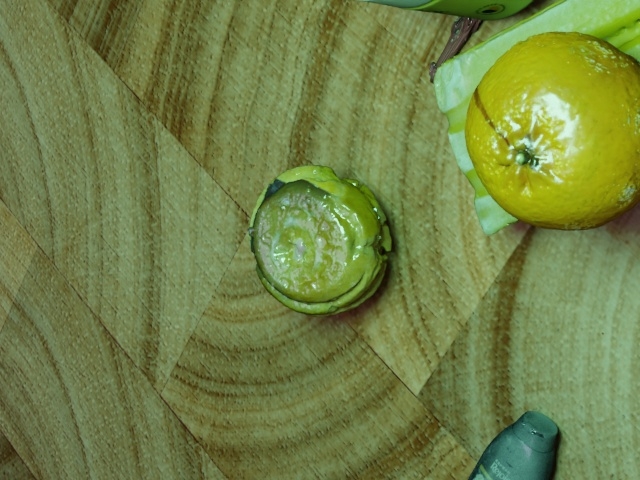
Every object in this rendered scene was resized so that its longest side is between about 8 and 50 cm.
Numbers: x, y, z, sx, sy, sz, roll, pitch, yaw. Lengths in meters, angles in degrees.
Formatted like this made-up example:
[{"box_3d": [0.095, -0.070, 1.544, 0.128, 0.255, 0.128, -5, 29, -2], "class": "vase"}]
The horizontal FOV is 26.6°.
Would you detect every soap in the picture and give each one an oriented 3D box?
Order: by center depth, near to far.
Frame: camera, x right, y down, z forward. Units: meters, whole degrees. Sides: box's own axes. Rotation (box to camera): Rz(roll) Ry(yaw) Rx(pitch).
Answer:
[{"box_3d": [0.277, -0.147, 1.390, 0.315, 0.091, 0.199, -26, 79, 42], "class": "soap"}]

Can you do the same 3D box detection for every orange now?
[{"box_3d": [0.227, -0.101, 1.277, 0.193, 0.161, 0.193, 3, 95, 39], "class": "orange"}]

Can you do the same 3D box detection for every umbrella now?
[{"box_3d": [0.163, -0.242, 1.517, 0.027, 0.025, 0.165, 38, 124, 11], "class": "umbrella"}]

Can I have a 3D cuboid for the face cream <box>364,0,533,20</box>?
[{"box_3d": [0.126, -0.344, 1.397, 0.218, 0.179, 0.218, -3, 86, 54], "class": "face cream"}]

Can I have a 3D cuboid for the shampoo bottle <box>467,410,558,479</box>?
[{"box_3d": [0.204, 0.298, 1.553, 0.087, 0.049, 0.234, 40, 121, 32], "class": "shampoo bottle"}]

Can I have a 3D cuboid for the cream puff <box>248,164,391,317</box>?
[{"box_3d": [0.000, 0.000, 1.631, 0.189, 0.129, 0.189, 2, 94, 31], "class": "cream puff"}]
